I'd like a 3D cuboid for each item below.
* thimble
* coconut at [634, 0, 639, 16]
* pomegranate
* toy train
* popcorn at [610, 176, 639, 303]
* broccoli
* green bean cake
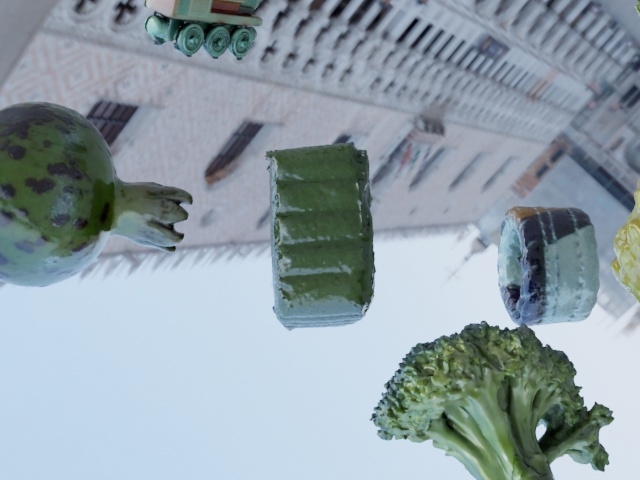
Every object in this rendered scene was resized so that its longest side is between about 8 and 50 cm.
[{"bbox_3d":[0.416,0.051,1.664,0.150,0.237,0.237,0,-153,-1],"label":"thimble"},{"bbox_3d":[0.478,-0.314,1.197,0.133,0.055,0.158,35,-114,0],"label":"coconut"},{"bbox_3d":[-0.342,-0.036,1.196,0.306,0.242,0.242,36,-159,-16],"label":"pomegranate"},{"bbox_3d":[-0.144,-0.295,1.145,0.074,0.118,0.175,30,-154,33],"label":"toy train"},{"bbox_3d":[0.427,0.021,0.929,0.192,0.233,0.266,-1,-92,-82],"label":"popcorn"},{"bbox_3d":[0.240,0.289,1.258,0.352,0.275,0.397,11,-140,13],"label":"broccoli"},{"bbox_3d":[0.000,0.000,1.322,0.247,0.156,0.250,104,161,-79],"label":"green bean cake"}]
